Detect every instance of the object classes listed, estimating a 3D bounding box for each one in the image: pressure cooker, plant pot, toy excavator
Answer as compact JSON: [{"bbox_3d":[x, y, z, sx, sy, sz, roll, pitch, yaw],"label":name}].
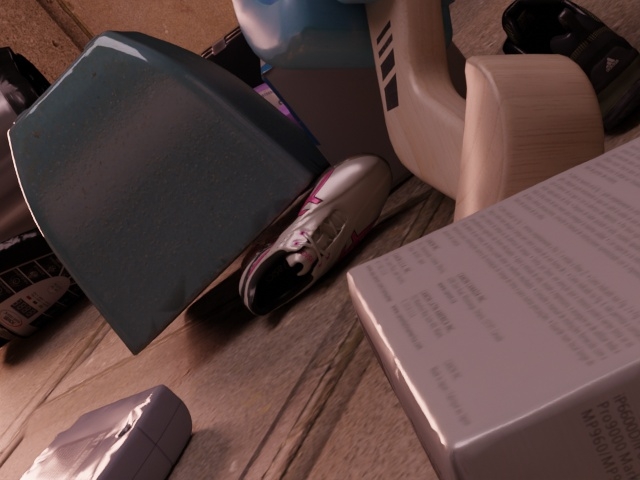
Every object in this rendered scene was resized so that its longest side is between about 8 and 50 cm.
[{"bbox_3d":[-0.513,-0.032,2.103,0.420,0.370,0.375,-37,10,0],"label":"pressure cooker"},{"bbox_3d":[-0.167,-0.076,1.434,0.247,0.252,0.248,-45,1,10],"label":"plant pot"},{"bbox_3d":[0.055,-0.197,1.123,0.222,0.445,0.433,-6,-6,-25],"label":"toy excavator"}]

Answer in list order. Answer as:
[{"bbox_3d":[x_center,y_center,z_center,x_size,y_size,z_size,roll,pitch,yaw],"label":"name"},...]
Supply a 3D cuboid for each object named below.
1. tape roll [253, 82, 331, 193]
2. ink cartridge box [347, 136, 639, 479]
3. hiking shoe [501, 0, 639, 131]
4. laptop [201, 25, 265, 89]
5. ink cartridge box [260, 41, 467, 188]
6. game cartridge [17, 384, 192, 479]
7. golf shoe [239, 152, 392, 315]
[{"bbox_3d":[-0.086,-0.102,1.685,0.275,0.090,0.275,-30,16,9],"label":"tape roll"},{"bbox_3d":[0.218,0.009,0.718,0.385,0.091,0.308,-24,14,-1],"label":"ink cartridge box"},{"bbox_3d":[0.193,-0.156,1.146,0.086,0.114,0.227,-41,14,-6],"label":"hiking shoe"},{"bbox_3d":[0.018,-0.252,2.042,0.382,0.236,0.408,-28,-13,40],"label":"laptop"},{"bbox_3d":[0.052,-0.173,1.452,0.168,0.171,0.233,-38,15,7],"label":"ink cartridge box"},{"bbox_3d":[-0.228,0.245,1.159,0.196,0.060,0.294,-30,17,49],"label":"game cartridge"},{"bbox_3d":[0.000,0.000,1.288,0.186,0.067,0.086,-47,17,14],"label":"golf shoe"}]
